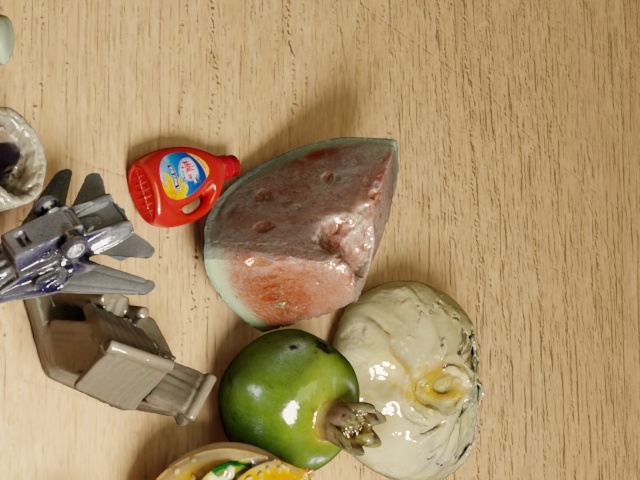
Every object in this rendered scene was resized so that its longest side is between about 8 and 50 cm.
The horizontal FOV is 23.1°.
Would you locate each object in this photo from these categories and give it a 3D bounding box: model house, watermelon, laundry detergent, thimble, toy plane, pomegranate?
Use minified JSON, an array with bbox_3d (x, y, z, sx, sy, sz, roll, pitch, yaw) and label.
[{"bbox_3d":[-0.222,0.130,1.784,0.229,0.188,0.122,33,77,-38],"label":"model house"},{"bbox_3d":[0.000,0.000,1.998,0.318,0.226,0.148,-33,131,-25],"label":"watermelon"},{"bbox_3d":[-0.161,-0.073,1.950,0.165,0.049,0.097,-18,92,-46],"label":"laundry detergent"},{"bbox_3d":[-0.367,-0.086,1.715,0.102,0.090,0.115,-7,88,-49],"label":"thimble"},{"bbox_3d":[-0.330,0.021,1.707,0.267,0.212,0.088,-22,144,-25],"label":"toy plane"},{"bbox_3d":[-0.017,0.209,1.937,0.187,0.225,0.187,-14,111,-39],"label":"pomegranate"}]

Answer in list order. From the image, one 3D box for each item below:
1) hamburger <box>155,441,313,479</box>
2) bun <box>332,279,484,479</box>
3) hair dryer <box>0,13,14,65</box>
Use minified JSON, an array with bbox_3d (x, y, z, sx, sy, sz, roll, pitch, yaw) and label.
[{"bbox_3d":[-0.107,0.344,1.850,0.237,0.147,0.236,-6,114,-13],"label":"hamburger"},{"bbox_3d":[0.137,0.192,2.154,0.287,0.146,0.287,11,75,-45],"label":"bun"},{"bbox_3d":[-0.409,-0.176,1.664,0.206,0.075,0.237,24,51,-47],"label":"hair dryer"}]
